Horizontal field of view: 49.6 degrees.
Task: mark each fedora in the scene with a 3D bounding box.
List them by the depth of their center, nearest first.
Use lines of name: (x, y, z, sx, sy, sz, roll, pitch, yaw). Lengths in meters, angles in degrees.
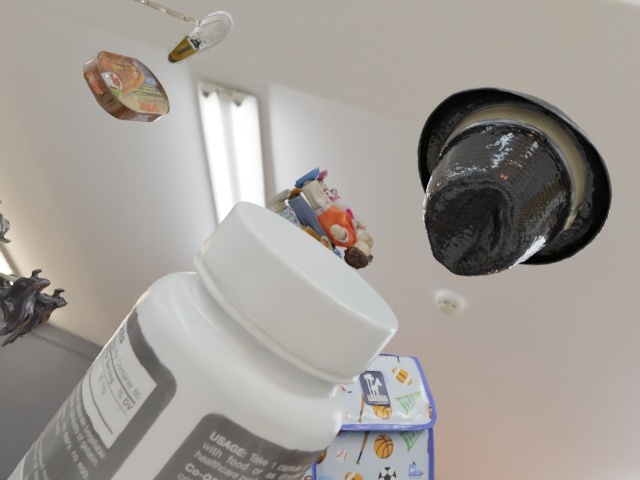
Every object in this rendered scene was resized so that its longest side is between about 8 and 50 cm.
fedora: (0.242, -0.051, 1.002, 0.334, 0.152, 0.334, 30, -33, 22)

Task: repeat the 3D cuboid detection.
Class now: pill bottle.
pill bottle: (-0.109, 0.158, 0.600, 0.204, 0.361, 0.204, 37, 9, -7)

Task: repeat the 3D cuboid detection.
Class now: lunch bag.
lunch bag: (0.085, 0.450, 1.583, 0.328, 0.385, 0.239, 7, -11, -26)

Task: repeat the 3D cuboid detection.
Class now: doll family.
doll family: (0.000, 0.000, 0.947, 0.118, 0.263, 0.163, -32, -88, 8)

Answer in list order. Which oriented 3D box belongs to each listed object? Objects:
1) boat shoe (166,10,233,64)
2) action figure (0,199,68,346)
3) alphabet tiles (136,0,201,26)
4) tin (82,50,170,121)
boat shoe: (-0.154, -0.252, 0.870, 0.100, 0.035, 0.035, -24, -62, 20)
action figure: (-0.396, -0.015, 0.728, 0.275, 0.141, 0.164, 56, -10, -1)
alphabet tiles: (-0.255, -0.294, 0.786, 0.198, 0.237, 0.009, 25, -78, 14)
tin: (-0.303, -0.238, 1.092, 0.040, 0.190, 0.106, -33, -92, 16)
